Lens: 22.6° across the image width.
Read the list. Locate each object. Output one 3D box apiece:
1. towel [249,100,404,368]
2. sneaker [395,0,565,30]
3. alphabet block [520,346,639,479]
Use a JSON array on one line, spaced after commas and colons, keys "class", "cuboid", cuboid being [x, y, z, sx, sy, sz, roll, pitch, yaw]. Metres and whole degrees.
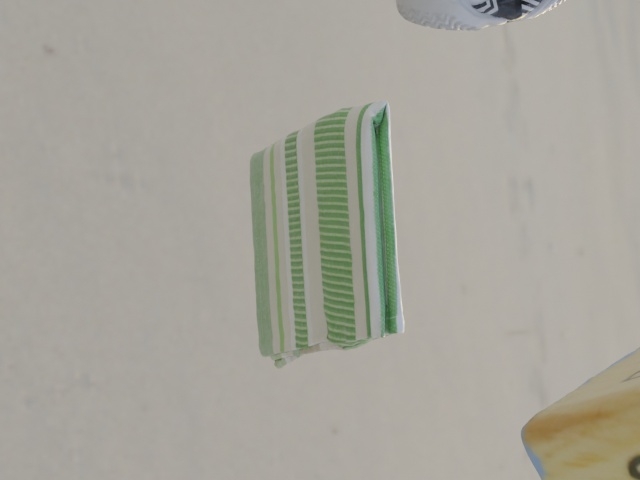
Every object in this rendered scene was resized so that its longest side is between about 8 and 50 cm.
[{"class": "towel", "cuboid": [0.000, 0.000, 1.672, 0.325, 0.038, 0.248, 159, -72, -66]}, {"class": "sneaker", "cuboid": [0.202, -0.340, 1.433, 0.137, 0.366, 0.210, 30, -37, 53]}, {"class": "alphabet block", "cuboid": [0.260, 0.121, 0.814, 0.193, 0.197, 0.192, -28, 90, -37]}]
